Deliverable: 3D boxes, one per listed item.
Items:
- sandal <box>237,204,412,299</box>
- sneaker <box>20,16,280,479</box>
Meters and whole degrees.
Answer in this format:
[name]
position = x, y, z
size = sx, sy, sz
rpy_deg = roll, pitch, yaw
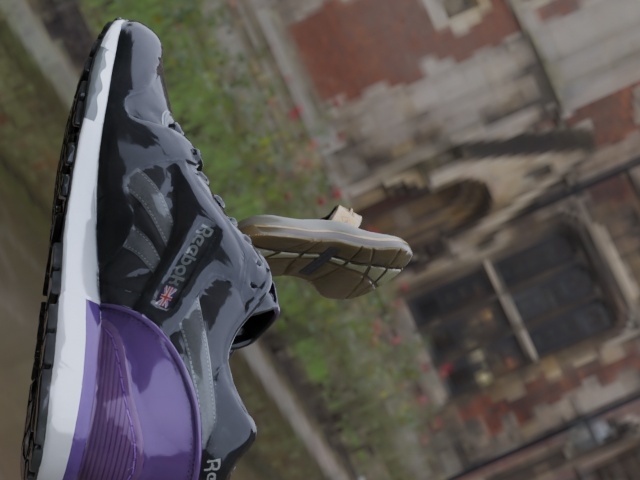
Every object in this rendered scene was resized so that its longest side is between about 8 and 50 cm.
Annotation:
[sandal]
position = 0.000, 0.000, 1.124
size = 0.180, 0.072, 0.049
rpy_deg = 14, 49, -47
[sneaker]
position = -0.085, 0.010, 0.869
size = 0.107, 0.124, 0.283
rpy_deg = 119, -23, -56
